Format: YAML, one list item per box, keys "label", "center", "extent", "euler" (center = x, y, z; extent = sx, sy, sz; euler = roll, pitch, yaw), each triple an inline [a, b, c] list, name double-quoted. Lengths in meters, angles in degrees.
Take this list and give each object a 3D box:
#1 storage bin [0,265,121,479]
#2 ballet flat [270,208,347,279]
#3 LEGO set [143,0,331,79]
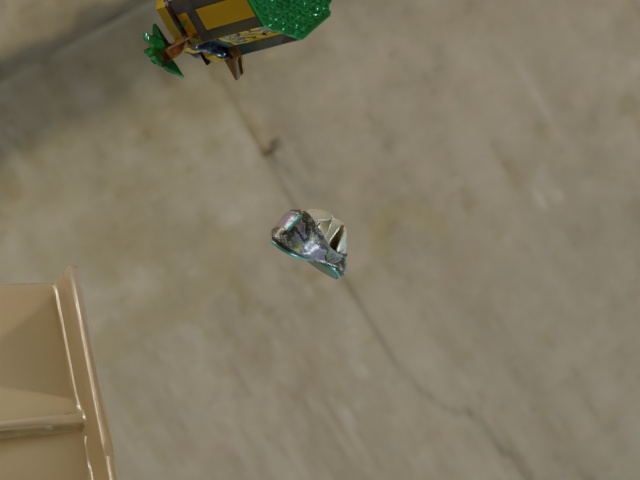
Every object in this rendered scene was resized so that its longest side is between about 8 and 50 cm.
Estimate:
- label: "storage bin"
  center: [-0.135, 0.187, 0.666]
  extent: [0.262, 0.123, 0.260]
  euler: [106, -24, -46]
- label: "ballet flat"
  center: [0.000, 0.000, 1.376]
  extent: [0.041, 0.041, 0.114]
  euler: [55, 8, 19]
- label: "LEGO set"
  center: [-0.055, -0.238, 1.058]
  extent: [0.192, 0.331, 0.255]
  euler: [-9, -53, 47]
